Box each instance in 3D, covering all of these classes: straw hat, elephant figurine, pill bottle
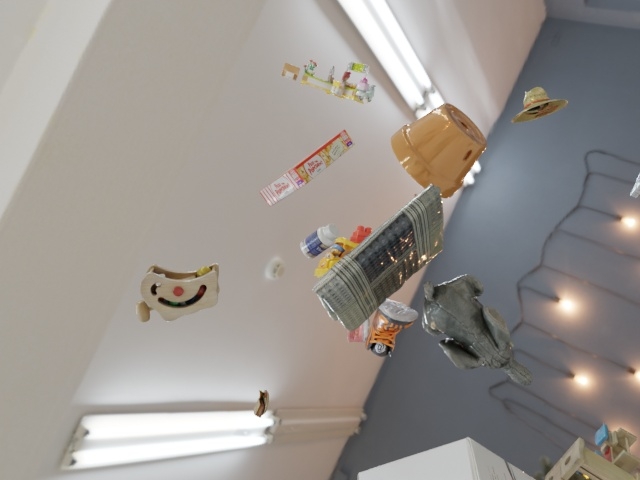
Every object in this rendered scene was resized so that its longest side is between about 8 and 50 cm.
[{"bbox_3d":[0.545,-0.352,1.369,0.144,0.145,0.061,-6,-101,-54],"label":"straw hat"},{"bbox_3d":[0.328,0.195,1.121,0.186,0.239,0.169,-18,-37,-27],"label":"elephant figurine"},{"bbox_3d":[0.000,0.000,1.668,0.120,0.067,0.067,-36,-18,31],"label":"pill bottle"}]

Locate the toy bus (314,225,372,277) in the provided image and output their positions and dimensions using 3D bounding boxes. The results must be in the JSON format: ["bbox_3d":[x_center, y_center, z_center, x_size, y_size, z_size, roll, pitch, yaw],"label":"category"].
[{"bbox_3d":[0.105,0.051,1.871,0.220,0.149,0.211,7,-93,-20],"label":"toy bus"}]

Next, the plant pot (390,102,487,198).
[{"bbox_3d":[0.406,-0.314,1.790,0.203,0.290,0.291,-45,-21,32],"label":"plant pot"}]

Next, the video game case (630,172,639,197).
[{"bbox_3d":[0.641,-0.155,1.043,0.119,0.015,0.166,-67,-22,0],"label":"video game case"}]

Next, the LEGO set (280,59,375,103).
[{"bbox_3d":[0.036,-0.478,1.553,0.132,0.287,0.107,-5,-64,-67],"label":"LEGO set"}]

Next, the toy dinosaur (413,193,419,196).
[{"bbox_3d":[0.359,-0.157,1.905,0.090,0.047,0.082,-62,-32,-13],"label":"toy dinosaur"}]

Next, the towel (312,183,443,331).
[{"bbox_3d":[0.131,0.047,1.130,0.312,0.056,0.324,-42,-25,-6],"label":"towel"}]

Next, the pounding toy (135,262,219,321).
[{"bbox_3d":[-0.415,0.124,1.545,0.270,0.155,0.154,-19,-70,0],"label":"pounding toy"}]

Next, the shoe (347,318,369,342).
[{"bbox_3d":[0.145,0.319,2.071,0.178,0.081,0.063,-81,-16,-53],"label":"shoe"}]

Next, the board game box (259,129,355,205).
[{"bbox_3d":[-0.029,-0.163,1.218,0.045,0.147,0.193,54,-130,-9],"label":"board game box"}]

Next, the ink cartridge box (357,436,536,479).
[{"bbox_3d":[0.242,0.467,0.910,0.307,0.223,0.129,39,-146,-33],"label":"ink cartridge box"}]

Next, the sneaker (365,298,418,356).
[{"bbox_3d":[0.220,0.289,1.712,0.321,0.125,0.180,22,-95,-85],"label":"sneaker"}]

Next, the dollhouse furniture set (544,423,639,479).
[{"bbox_3d":[0.545,0.457,1.090,0.184,0.129,0.129,-36,-26,-60],"label":"dollhouse furniture set"}]

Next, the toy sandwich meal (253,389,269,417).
[{"bbox_3d":[-0.183,0.500,1.665,0.029,0.085,0.085,13,-77,-17],"label":"toy sandwich meal"}]
